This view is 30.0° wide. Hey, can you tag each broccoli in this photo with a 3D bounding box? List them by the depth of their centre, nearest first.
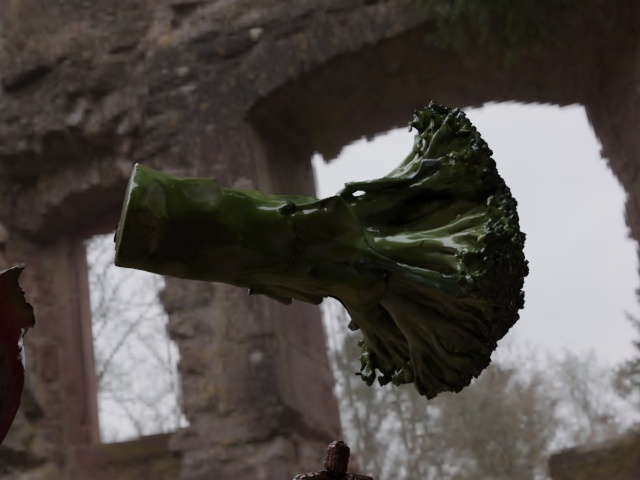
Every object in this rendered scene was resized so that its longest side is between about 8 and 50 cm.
[{"bbox_3d":[0.012,-0.012,1.017,0.361,0.221,0.252,25,-54,-35],"label":"broccoli"}]

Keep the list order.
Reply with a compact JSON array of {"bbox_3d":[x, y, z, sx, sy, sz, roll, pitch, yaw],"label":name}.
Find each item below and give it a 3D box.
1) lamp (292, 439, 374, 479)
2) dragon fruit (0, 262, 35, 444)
[{"bbox_3d":[0.006,0.227,1.076,0.083,0.063,0.031,-37,-9,-18],"label":"lamp"},{"bbox_3d":[-0.321,0.076,0.835,0.227,0.224,0.224,6,-14,28],"label":"dragon fruit"}]
